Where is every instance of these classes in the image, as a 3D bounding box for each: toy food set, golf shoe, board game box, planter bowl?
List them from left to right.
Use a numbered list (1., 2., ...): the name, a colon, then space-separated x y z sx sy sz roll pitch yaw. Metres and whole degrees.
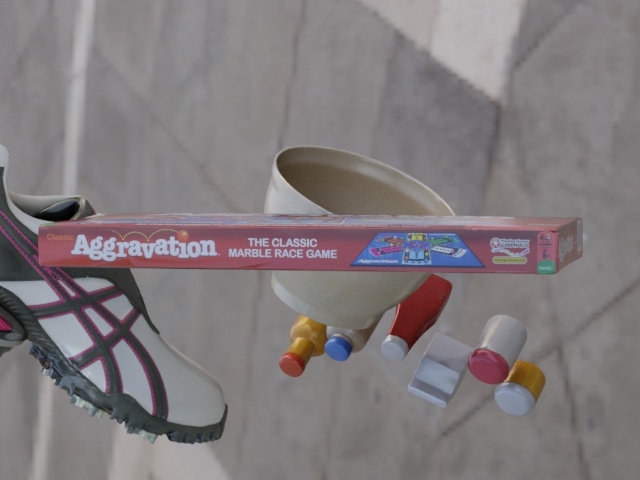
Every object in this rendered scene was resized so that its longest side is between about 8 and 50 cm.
1. golf shoe: -0.147 0.043 1.149 0.120 0.273 0.105 -59 35 -3
2. board game box: 0.000 0.000 1.011 0.145 0.281 0.027 -9 -81 -77
3. planter bowl: 0.020 0.005 1.497 0.109 0.162 0.162 -68 29 22
4. toy food set: 0.086 0.104 1.626 0.104 0.232 0.111 -56 -12 -41
